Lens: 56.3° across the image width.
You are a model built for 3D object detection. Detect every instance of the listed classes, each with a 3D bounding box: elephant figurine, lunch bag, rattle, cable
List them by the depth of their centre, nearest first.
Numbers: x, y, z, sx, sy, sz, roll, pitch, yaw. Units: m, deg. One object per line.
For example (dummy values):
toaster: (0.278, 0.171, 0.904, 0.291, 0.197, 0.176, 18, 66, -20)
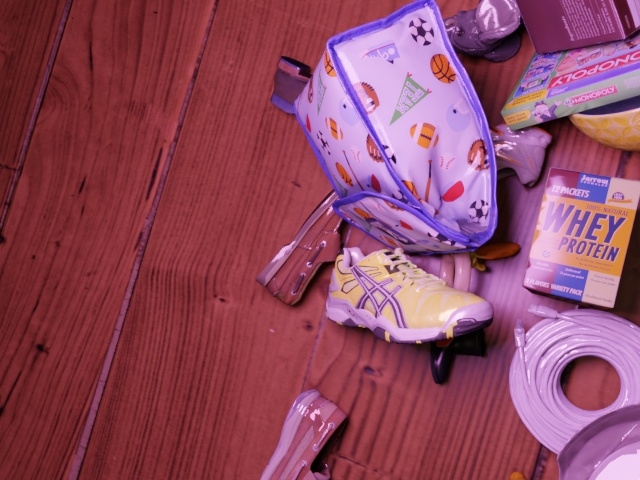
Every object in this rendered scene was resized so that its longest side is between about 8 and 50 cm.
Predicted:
cable: (0.457, 0.246, 1.022, 0.257, 0.089, 0.257, 6, 86, 23)
lunch bag: (0.130, -0.150, 1.044, 0.239, 0.328, 0.385, -28, 93, -11)
rattle: (0.288, 0.102, 1.120, 0.130, 0.143, 0.199, 147, 128, -63)
elephant figurine: (0.325, -0.420, 1.149, 0.186, 0.169, 0.239, 35, 102, 57)

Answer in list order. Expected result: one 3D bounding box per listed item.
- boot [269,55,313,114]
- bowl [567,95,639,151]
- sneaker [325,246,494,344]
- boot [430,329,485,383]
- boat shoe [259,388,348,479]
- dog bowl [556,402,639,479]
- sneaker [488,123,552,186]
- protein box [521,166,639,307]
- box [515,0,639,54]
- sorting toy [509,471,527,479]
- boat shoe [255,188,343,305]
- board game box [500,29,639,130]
boot: (-0.016, -0.311, 1.326, 0.219, 0.082, 0.106, 37, 119, 19)
bowl: (0.568, -0.231, 0.988, 0.290, 0.289, 0.156, -31, 115, 16)
sneaker: (0.134, 0.091, 1.070, 0.385, 0.145, 0.147, 3, 97, 52)
boot: (0.260, 0.210, 1.133, 0.099, 0.045, 0.121, -7, 74, 26)
boat shoe: (-0.041, 0.464, 1.188, 0.116, 0.123, 0.324, 21, 93, 22)
dog bowl: (0.496, 0.407, 0.824, 0.349, 0.102, 0.348, -17, 55, 25)
sneaker: (0.297, -0.166, 1.148, 0.263, 0.099, 0.121, 11, 94, 27)
protein box: (0.436, 0.005, 1.002, 0.136, 0.201, 0.199, 13, 88, 24)
box: (0.454, -0.431, 0.988, 0.168, 0.203, 0.167, -36, 109, -12)
sorting toy: (0.466, 0.424, 1.003, 0.366, 0.127, 0.126, -20, 45, 16)
boat shoe: (0.000, 0.000, 1.253, 0.104, 0.111, 0.307, 40, 101, -2)
board game box: (0.478, -0.295, 0.981, 0.317, 0.046, 0.213, -10, 35, 47)
